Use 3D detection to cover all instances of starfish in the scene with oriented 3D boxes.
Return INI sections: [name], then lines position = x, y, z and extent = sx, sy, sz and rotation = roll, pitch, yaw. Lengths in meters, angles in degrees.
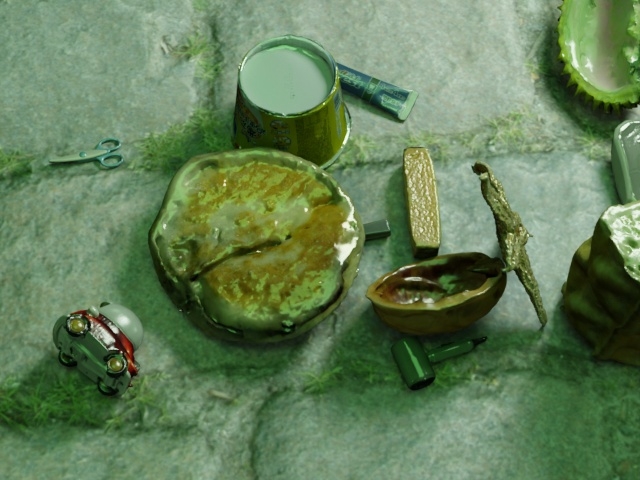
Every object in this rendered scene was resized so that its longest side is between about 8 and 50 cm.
[starfish]
position = 0.285, -0.011, 1.711
extent = 0.048, 0.295, 0.231
rotation = -23, 29, 16

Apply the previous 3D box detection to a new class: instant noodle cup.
[instant noodle cup]
position = -0.047, -0.220, 1.846
extent = 0.205, 0.153, 0.205
rotation = 0, 63, -1

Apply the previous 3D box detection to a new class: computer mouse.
[computer mouse]
position = 0.513, -0.104, 1.843
extent = 0.089, 0.056, 0.181
rotation = -3, 68, -4

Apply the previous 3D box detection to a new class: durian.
[durian]
position = 0.495, -0.380, 1.905
extent = 0.158, 0.169, 0.351
rotation = 14, 89, -19

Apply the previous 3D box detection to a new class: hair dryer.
[hair dryer]
position = 0.183, 0.168, 1.709
extent = 0.150, 0.047, 0.071
rotation = -15, 65, -20

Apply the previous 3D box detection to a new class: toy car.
[toy car]
position = -0.308, 0.147, 1.681
extent = 0.139, 0.112, 0.112
rotation = 40, 52, 8

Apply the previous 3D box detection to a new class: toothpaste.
[toothpaste]
position = 0.066, -0.263, 1.936
extent = 0.197, 0.035, 0.057
rotation = 25, 80, 11

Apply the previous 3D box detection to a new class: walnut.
[walnut]
position = 0.175, 0.090, 1.707
extent = 0.211, 0.087, 0.167
rotation = -14, 24, -4

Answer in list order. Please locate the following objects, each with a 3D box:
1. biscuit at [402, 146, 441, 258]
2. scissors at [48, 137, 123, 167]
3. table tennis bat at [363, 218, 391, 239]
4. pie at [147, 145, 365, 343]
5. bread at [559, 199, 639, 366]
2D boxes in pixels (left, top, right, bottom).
[biscuit]
position = 0.158, -0.059, 1.815
extent = 0.052, 0.056, 0.188
rotation = -1, 61, -3
[scissors]
position = -0.381, -0.137, 1.873
extent = 0.119, 0.014, 0.058
rotation = -10, 61, -10
[table tennis bat]
position = 0.000, 0.000, 1.802
extent = 0.220, 0.019, 0.130
rotation = -11, 62, -5
[pie]
position = -0.099, 0.003, 1.751
extent = 0.339, 0.077, 0.339
rotation = -3, 65, 6
[bread]
position = 0.472, 0.060, 1.645
extent = 0.196, 0.252, 0.238
rotation = -29, 63, -16
